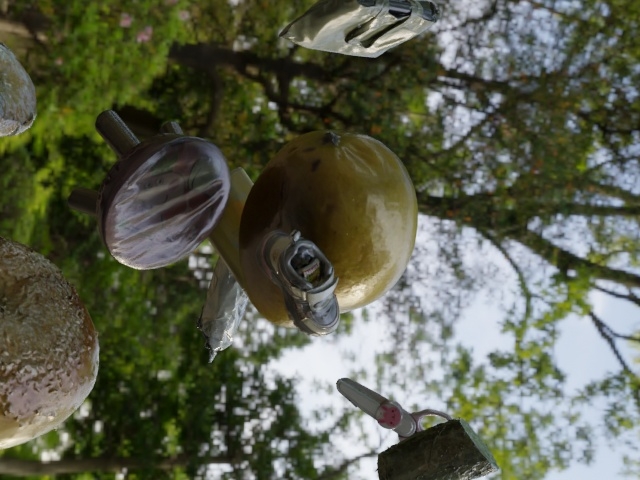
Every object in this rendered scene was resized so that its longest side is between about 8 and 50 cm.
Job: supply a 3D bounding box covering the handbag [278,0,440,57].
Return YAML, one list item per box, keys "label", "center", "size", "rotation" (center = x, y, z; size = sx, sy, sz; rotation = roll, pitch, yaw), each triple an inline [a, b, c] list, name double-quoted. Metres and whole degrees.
- label: "handbag"
  center: [0.096, -0.513, 2.265]
  size: [0.253, 0.315, 0.109]
  rotation: [-19, -105, 48]

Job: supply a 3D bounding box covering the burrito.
- label: "burrito"
  center: [-0.217, 0.106, 2.376]
  size: [0.446, 0.101, 0.139]
  rotation: [-68, -151, 25]

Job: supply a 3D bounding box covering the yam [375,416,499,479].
- label: "yam"
  center: [0.169, 0.338, 1.473]
  size: [0.107, 0.183, 0.107]
  rotation: [-24, 90, -88]

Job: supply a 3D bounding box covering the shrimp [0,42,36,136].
- label: "shrimp"
  center: [-0.710, -0.313, 1.866]
  size: [0.110, 0.445, 0.221]
  rotation: [-15, -95, 25]

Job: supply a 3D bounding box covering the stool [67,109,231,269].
- label: "stool"
  center: [-0.317, -0.102, 1.785]
  size: [0.178, 0.272, 0.272]
  rotation: [40, -55, 36]

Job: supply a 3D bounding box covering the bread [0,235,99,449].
- label: "bread"
  center: [-0.408, 0.104, 1.154]
  size: [0.305, 0.305, 0.159]
  rotation: [-110, -143, -46]

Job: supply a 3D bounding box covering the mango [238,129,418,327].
- label: "mango"
  center: [0.000, 0.000, 1.658]
  size: [0.301, 0.220, 0.445]
  rotation: [46, -40, 15]

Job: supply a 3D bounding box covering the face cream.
- label: "face cream"
  center: [-0.137, 0.005, 1.952]
  size: [0.285, 0.139, 0.067]
  rotation: [56, -10, -3]

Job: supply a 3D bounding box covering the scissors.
- label: "scissors"
  center: [0.134, 0.328, 1.825]
  size: [0.118, 0.242, 0.030]
  rotation: [-59, 172, 14]

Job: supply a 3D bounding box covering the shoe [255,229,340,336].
- label: "shoe"
  center: [-0.015, 0.059, 1.457]
  size: [0.180, 0.089, 0.092]
  rotation: [58, -31, -8]
